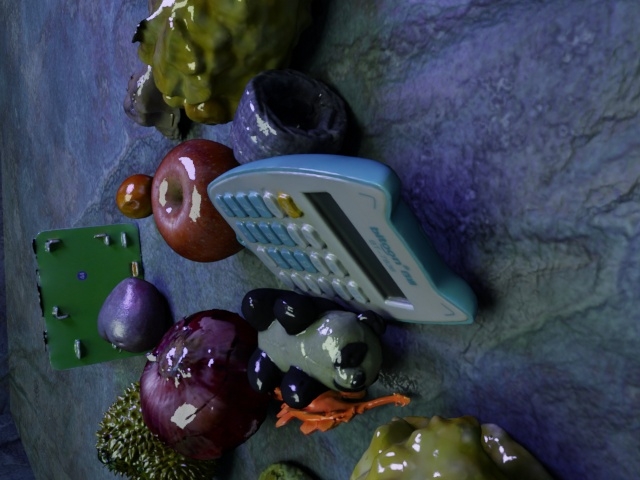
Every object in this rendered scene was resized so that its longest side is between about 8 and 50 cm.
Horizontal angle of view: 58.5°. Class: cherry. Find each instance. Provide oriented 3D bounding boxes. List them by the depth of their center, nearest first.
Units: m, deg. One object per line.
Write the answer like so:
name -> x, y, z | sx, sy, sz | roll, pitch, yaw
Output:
cherry -> -0.427, 0.173, 1.306 | 0.176, 0.140, 0.176 | -20, 60, 38

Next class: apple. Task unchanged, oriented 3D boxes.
apple -> -0.180, -0.063, 0.943 | 0.201, 0.162, 0.201 | 0, 91, 41

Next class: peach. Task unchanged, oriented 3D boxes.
peach -> -0.399, -0.095, 1.250 | 0.100, 0.100, 0.101 | 12, 106, 50

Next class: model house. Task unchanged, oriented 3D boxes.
model house -> -0.587, 0.139, 1.484 | 0.313, 0.242, 0.358 | 180, 82, -68

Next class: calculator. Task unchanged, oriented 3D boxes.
calculator -> 0.000, 0.000, 0.706 | 0.386, 0.054, 0.256 | 0, 136, 51

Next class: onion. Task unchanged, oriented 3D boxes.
onion -> -0.178, 0.243, 0.969 | 0.252, 0.219, 0.252 | -19, 54, 29

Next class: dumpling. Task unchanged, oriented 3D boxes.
dumpling -> -0.342, -0.269, 1.130 | 0.332, 0.086, 0.166 | 0, 106, 64

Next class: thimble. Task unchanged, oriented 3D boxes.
thimble -> -0.043, -0.149, 0.758 | 0.150, 0.150, 0.098 | 60, 141, 25

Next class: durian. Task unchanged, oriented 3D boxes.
durian -> -0.313, 0.390, 1.149 | 0.291, 0.225, 0.291 | 23, 143, 19

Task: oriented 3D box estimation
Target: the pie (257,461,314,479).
pie -> -0.041, 0.502, 0.927 | 0.277, 0.078, 0.277 | 10, 103, 48

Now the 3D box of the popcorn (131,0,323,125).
popcorn -> -0.127, -0.304, 0.791 | 0.286, 0.215, 0.252 | -49, 22, 39

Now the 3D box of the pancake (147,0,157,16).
pancake -> -0.240, -0.411, 1.037 | 0.294, 0.049, 0.294 | 16, 111, 47

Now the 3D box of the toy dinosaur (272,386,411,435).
toy dinosaur -> -0.003, 0.231, 0.799 | 0.288, 0.117, 0.070 | -13, 86, 54

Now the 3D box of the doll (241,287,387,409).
doll -> -0.014, 0.135, 0.762 | 0.234, 0.135, 0.144 | 0, 95, 60

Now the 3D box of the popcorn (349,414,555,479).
popcorn -> 0.127, 0.322, 0.538 | 0.312, 0.312, 0.312 | 12, 106, 50
